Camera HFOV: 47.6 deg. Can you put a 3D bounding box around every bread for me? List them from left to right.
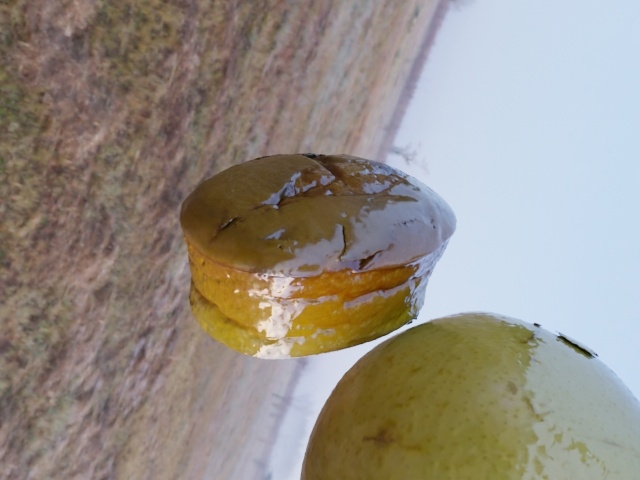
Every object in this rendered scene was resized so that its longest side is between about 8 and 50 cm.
[{"bbox_3d":[0.000,0.000,0.663,0.269,0.195,0.143,-16,129,-37],"label":"bread"}]

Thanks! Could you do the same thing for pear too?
[{"bbox_3d":[0.147,0.237,0.647,0.348,0.348,0.349,-161,-90,-89],"label":"pear"}]
